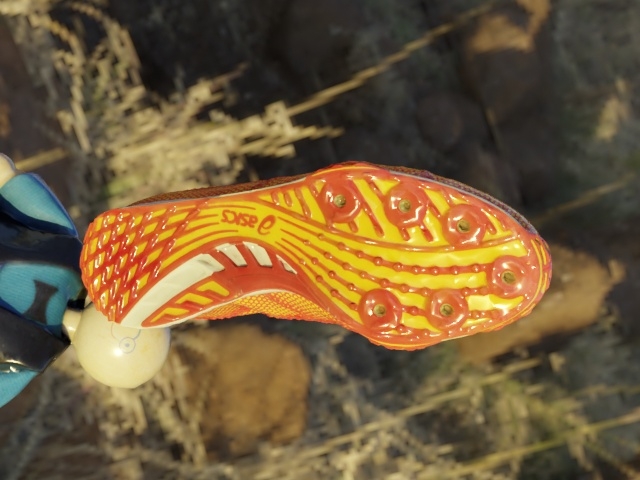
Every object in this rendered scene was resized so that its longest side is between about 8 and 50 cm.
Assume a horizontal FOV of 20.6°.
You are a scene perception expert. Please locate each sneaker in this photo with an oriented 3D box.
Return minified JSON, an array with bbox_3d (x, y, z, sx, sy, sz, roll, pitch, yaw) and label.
[{"bbox_3d":[0.000,0.000,0.612,0.067,0.175,0.064,-19,110,-59],"label":"sneaker"}]

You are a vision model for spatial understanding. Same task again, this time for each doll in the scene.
[{"bbox_3d":[-0.148,0.018,0.658,0.189,0.046,0.129,17,64,-10],"label":"doll"}]
